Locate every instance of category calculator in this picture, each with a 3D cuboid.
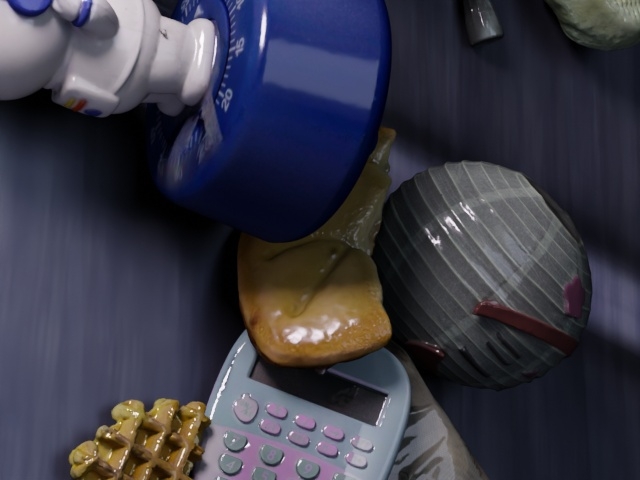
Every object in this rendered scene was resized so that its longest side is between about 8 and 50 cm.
[{"bbox_3d":[-0.015,0.173,1.438,0.185,0.041,0.299,20,66,2],"label":"calculator"}]

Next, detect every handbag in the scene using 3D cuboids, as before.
[{"bbox_3d":[0.081,0.241,1.520,0.182,0.117,0.270,-38,97,-36],"label":"handbag"}]

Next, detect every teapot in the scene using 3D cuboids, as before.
[{"bbox_3d":[0.183,-0.287,1.799,0.043,0.043,0.110,-12,84,-44],"label":"teapot"}]

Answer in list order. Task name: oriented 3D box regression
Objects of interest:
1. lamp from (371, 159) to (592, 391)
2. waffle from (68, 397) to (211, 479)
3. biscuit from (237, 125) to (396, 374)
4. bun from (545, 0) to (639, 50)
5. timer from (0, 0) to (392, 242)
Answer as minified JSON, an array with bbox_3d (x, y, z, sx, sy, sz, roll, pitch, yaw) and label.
[{"bbox_3d":[0.163,0.043,1.580,0.265,0.233,0.233,28,61,-48],"label":"lamp"},{"bbox_3d":[-0.157,0.237,1.352,0.161,0.046,0.192,-5,84,-43],"label":"waffle"},{"bbox_3d":[-0.004,-0.001,1.484,0.045,0.154,0.299,80,11,-49],"label":"biscuit"},{"bbox_3d":[0.346,-0.328,1.904,0.195,0.118,0.195,17,63,-37],"label":"bun"},{"bbox_3d":[-0.159,-0.165,1.332,0.383,0.270,0.270,14,70,-28],"label":"timer"}]
